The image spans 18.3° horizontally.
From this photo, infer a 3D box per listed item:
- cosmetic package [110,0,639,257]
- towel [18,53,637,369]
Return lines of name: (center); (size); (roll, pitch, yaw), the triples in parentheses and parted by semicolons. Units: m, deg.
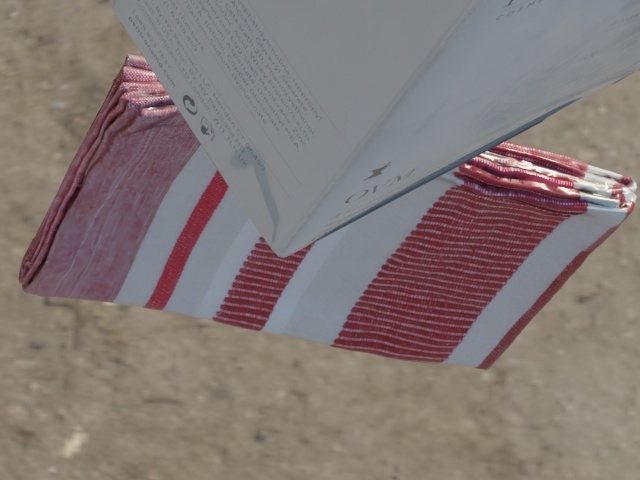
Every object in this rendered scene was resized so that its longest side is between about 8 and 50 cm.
cosmetic package: (0.069, -0.132, 0.758); (0.224, 0.224, 0.138); (-28, 77, -29)
towel: (0.000, 0.000, 1.228); (0.329, 0.237, 0.037); (12, 56, -18)
